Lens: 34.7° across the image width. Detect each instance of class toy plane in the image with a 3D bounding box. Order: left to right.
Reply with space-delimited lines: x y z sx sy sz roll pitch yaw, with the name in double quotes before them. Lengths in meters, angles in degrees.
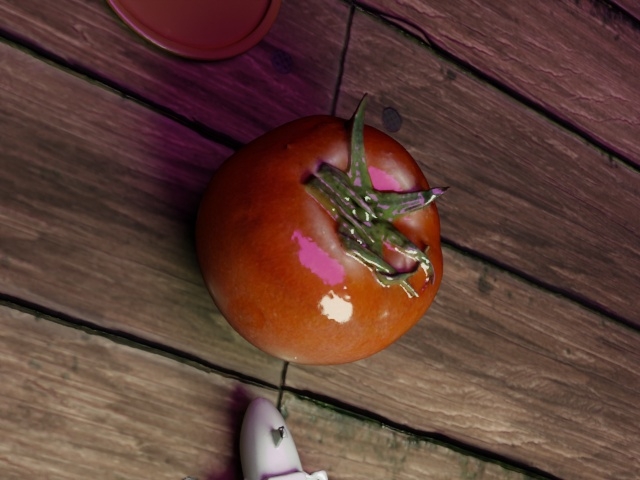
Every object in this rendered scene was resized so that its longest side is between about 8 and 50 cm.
"toy plane" -0.036 0.281 1.011 0.251 0.101 0.255 -5 81 -25

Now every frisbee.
"frisbee" -0.149 -0.317 1.137 0.251 0.021 0.251 10 73 -35

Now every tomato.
"tomato" 0.000 0.000 1.033 0.256 0.224 0.256 11 69 -30
